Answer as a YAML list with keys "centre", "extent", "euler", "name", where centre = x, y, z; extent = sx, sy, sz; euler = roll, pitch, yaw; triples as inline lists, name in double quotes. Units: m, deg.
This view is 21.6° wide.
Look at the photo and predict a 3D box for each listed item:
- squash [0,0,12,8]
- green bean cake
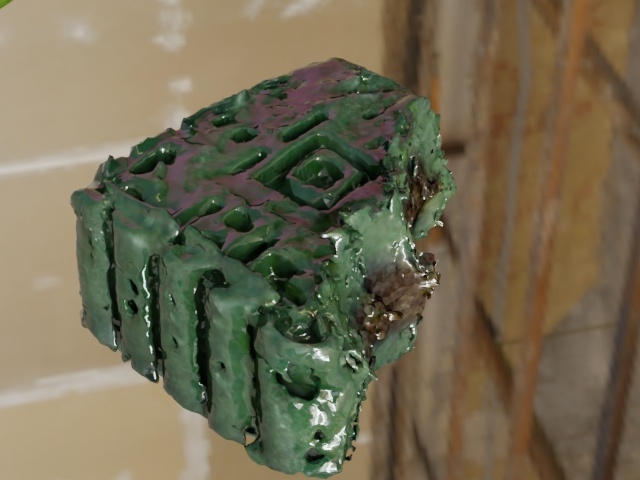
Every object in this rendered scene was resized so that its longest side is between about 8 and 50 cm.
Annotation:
- centre: [-0.040, -0.145, 0.325]
  extent: [0.379, 0.101, 0.101]
  euler: [-45, -130, 40]
  name: "squash"
- centre: [0.000, 0.000, 0.839]
  extent: [0.193, 0.208, 0.107]
  euler: [27, -45, 39]
  name: "green bean cake"
